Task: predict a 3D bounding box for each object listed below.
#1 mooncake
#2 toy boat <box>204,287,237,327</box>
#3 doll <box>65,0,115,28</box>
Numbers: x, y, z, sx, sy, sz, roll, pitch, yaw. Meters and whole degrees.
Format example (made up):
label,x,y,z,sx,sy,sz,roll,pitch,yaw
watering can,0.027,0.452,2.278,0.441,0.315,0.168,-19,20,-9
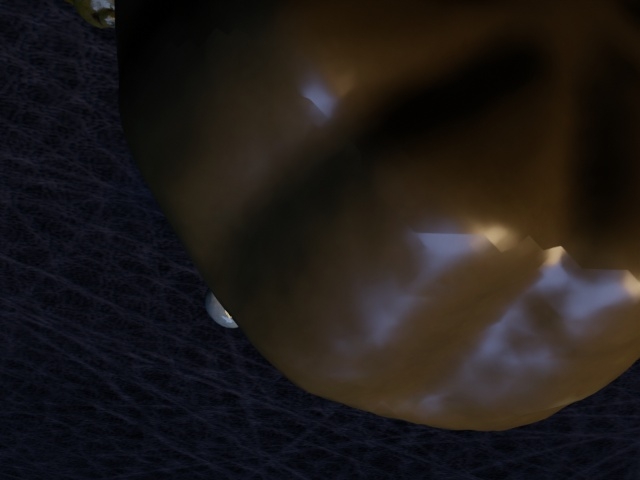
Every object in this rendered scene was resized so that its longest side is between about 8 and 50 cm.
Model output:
label,x,y,z,sx,sy,sz,roll,pitch,yaw
mooncake,0.083,-0.096,1.065,0.378,0.378,0.201,16,144,-26
toy boat,0.000,0.000,1.487,0.215,0.123,0.330,49,153,-17
doll,-0.105,-0.168,1.265,0.137,0.097,0.209,-24,150,38
